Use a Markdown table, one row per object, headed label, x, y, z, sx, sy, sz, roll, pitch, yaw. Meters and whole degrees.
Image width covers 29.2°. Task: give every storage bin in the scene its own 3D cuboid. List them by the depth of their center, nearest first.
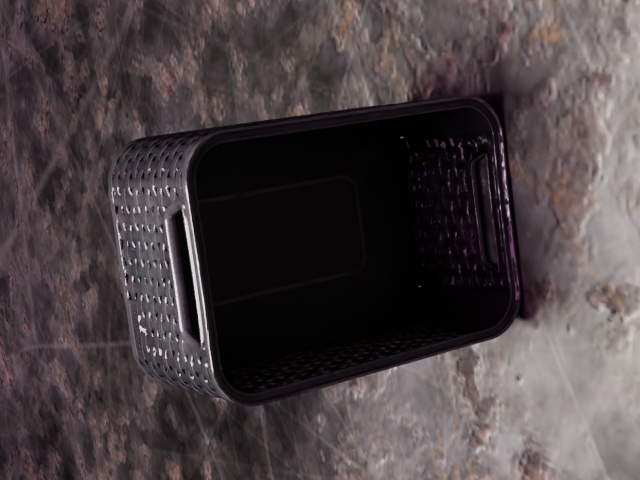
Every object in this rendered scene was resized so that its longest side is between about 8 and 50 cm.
| label | x | y | z | sx | sy | sz | roll | pitch | yaw |
| --- | --- | --- | --- | --- | --- | --- | --- | --- | --- |
| storage bin | 0.000 | 0.000 | 0.601 | 0.084 | 0.180 | 0.122 | 3 | 103 | 57 |
